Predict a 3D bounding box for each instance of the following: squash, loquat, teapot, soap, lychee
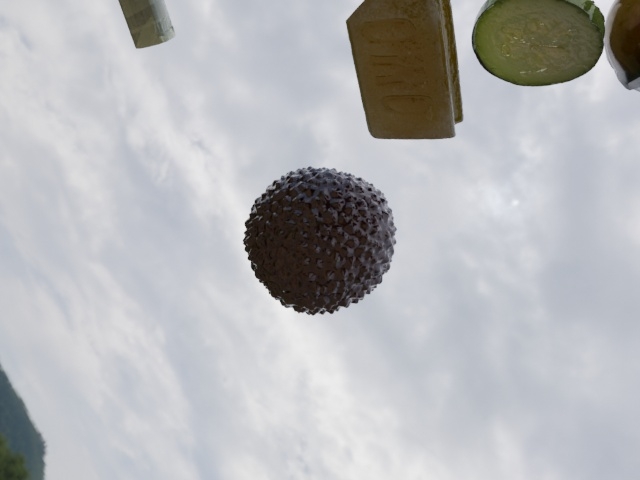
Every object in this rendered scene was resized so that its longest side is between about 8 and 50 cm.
[{"bbox_3d":[0.365,-0.347,1.132,0.219,0.041,0.219,17,-25,8],"label":"squash"},{"bbox_3d":[0.616,-0.360,1.161,0.235,0.235,0.235,29,-48,37],"label":"loquat"},{"bbox_3d":[-0.338,-0.453,1.205,0.077,0.107,0.200,-8,-65,16],"label":"teapot"},{"bbox_3d":[0.121,-0.260,0.951,0.140,0.073,0.232,3,-50,24],"label":"soap"},{"bbox_3d":[0.000,0.000,1.222,0.275,0.304,0.276,17,-48,20],"label":"lychee"}]
